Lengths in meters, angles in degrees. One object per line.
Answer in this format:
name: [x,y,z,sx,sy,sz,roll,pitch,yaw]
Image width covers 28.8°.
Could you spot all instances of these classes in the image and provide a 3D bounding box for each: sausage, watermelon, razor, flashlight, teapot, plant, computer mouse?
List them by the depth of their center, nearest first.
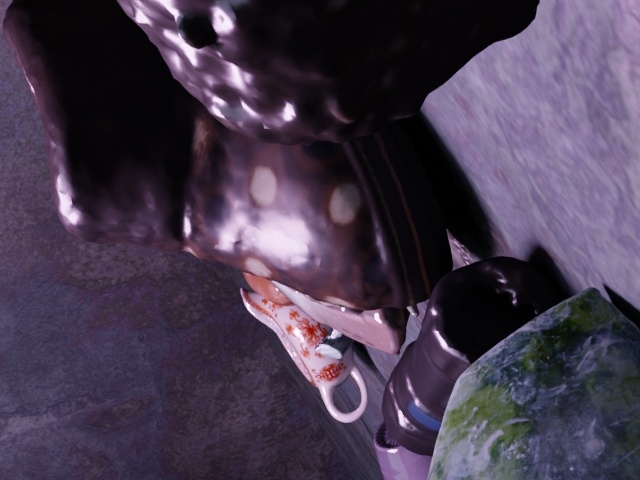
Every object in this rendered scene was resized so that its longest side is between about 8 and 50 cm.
plant: [-0.017,-0.156,0.424,0.204,0.178,0.234,51,175,41]
watermelon: [0.177,0.219,0.705,0.320,0.289,0.214,40,-164,21]
flashlight: [0.105,0.097,0.956,0.103,0.103,0.424,55,171,13]
computer mouse: [-0.006,0.003,1.131,0.199,0.115,0.389,58,177,-31]
razor: [-0.018,-0.005,1.456,0.277,0.056,0.111,64,-154,-10]
sausage: [-0.069,0.018,1.612,0.078,0.078,0.304,59,-177,-16]
teapot: [-0.009,0.143,1.740,0.245,0.116,0.159,55,159,26]

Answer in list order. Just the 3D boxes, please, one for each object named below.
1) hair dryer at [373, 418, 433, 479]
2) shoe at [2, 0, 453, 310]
hair dryer: [0.213,0.306,1.160,0.301,0.121,0.361,51,169,-23]
shoe: [-0.086,-0.071,0.926,0.384,0.237,0.171,54,171,23]
